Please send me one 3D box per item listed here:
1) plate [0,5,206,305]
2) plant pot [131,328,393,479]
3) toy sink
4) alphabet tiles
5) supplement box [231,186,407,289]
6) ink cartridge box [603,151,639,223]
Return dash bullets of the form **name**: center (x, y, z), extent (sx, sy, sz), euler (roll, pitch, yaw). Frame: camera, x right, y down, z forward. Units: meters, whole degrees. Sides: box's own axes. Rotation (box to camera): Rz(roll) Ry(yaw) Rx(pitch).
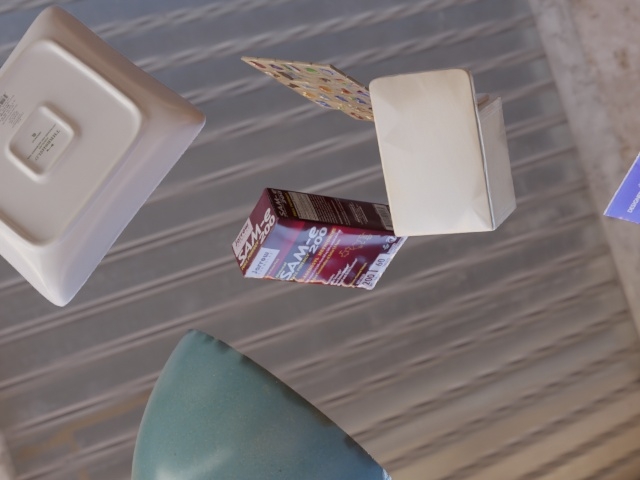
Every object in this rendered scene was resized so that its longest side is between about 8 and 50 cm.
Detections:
- **plate**: center (-0.314, -0.110, 1.502), extent (0.277, 0.278, 0.045), euler (-53, 156, 0)
- **plant pot**: center (-0.089, 0.259, 1.373), extent (0.195, 0.290, 0.290), euler (-51, -171, -15)
- **toy sink**: center (0.177, -0.137, 1.843), extent (0.153, 0.234, 0.131), euler (-4, -164, 26)
- **alphabet tiles**: center (0.023, -0.228, 1.987), extent (0.198, 0.009, 0.237), euler (13, 172, 45)
- **supplement box**: center (0.000, 0.000, 1.987), extent (0.240, 0.073, 0.130), euler (7, 132, -32)
- **ink cartridge box**: center (0.414, -0.068, 1.258), extent (0.208, 0.045, 0.206), euler (11, 129, -13)
